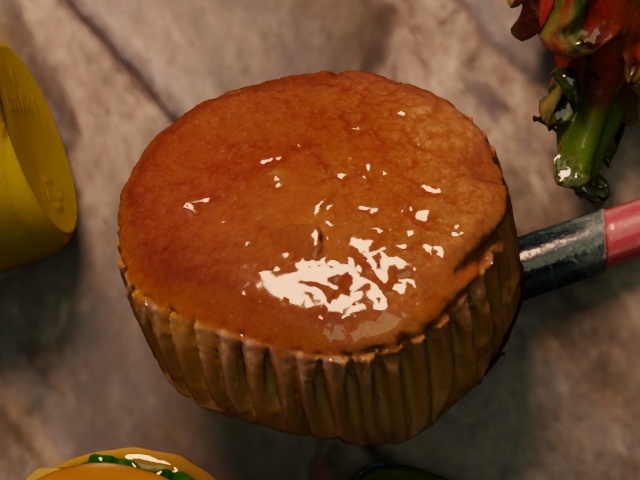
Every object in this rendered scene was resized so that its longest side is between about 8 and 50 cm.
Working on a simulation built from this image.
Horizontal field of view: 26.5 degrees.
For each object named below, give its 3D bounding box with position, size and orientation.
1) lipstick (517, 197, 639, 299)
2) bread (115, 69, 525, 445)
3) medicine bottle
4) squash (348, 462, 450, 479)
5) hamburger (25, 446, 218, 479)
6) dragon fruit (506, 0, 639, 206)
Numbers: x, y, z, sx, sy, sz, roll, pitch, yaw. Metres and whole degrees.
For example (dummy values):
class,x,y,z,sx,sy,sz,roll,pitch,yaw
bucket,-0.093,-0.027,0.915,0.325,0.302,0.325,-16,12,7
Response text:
class,x,y,z,sx,sy,sz,roll,pitch,yaw
lipstick,0.078,0.024,0.727,0.234,0.053,0.053,-20,84,-1
bread,0.000,0.001,0.664,0.199,0.104,0.199,-6,51,7
medicine bottle,-0.249,-0.020,0.721,0.212,0.122,0.122,-18,85,4
squash,0.095,0.168,0.709,0.183,0.052,0.052,28,89,8
hamburger,-0.106,0.186,0.695,0.162,0.115,0.162,0,88,6
dragon fruit,0.161,-0.130,0.693,0.137,0.135,0.236,-6,107,6
